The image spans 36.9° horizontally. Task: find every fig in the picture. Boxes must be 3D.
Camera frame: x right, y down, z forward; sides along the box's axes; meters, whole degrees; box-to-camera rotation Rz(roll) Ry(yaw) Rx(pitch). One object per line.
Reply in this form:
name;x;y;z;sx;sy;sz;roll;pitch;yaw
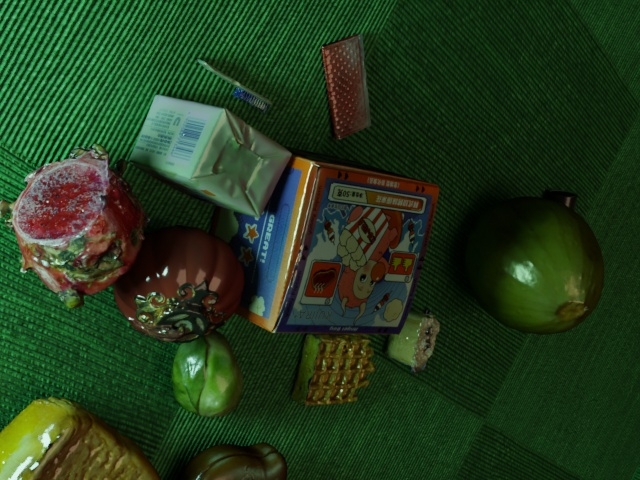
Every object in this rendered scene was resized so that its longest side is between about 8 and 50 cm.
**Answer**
fig;0.510;0.071;2.270;0.343;0.343;0.343;-17;116;-38

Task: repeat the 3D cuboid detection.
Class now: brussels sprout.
brussels sprout;-0.215;0.262;1.812;0.131;0.145;0.183;-13;110;-10

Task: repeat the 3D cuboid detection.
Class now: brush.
brush;-0.158;-0.279;1.737;0.178;0.033;0.030;26;101;-45
brush;0.247;0.242;2.317;0.051;0.014;0.164;-4;107;-43

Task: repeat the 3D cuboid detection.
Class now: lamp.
lamp;-0.244;0.081;1.660;0.227;0.227;0.227;-17;116;-38

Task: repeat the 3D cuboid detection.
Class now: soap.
soap;-0.190;-0.144;1.640;0.182;0.199;0.138;28;82;-46

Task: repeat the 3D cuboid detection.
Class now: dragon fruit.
dragon fruit;-0.388;-0.041;1.504;0.147;0.211;0.282;47;46;-49

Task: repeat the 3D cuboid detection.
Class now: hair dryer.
hair dryer;0.549;-0.026;2.474;0.248;0.078;0.195;-4;109;-32

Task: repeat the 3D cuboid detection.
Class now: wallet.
wallet;0.054;-0.309;1.932;0.103;0.020;0.196;-28;123;-34

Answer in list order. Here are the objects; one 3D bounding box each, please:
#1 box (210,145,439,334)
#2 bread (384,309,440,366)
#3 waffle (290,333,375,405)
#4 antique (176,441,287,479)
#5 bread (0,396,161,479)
box;0.000;0.000;1.829;0.349;0.257;0.318;8;101;-44
bread;0.215;0.223;2.217;0.082;0.106;0.125;16;90;-39
waffle;0.043;0.277;2.109;0.211;0.055;0.160;3;104;-43
antique;-0.194;0.512;1.922;0.278;0.129;0.223;-32;125;-30
bread;-0.461;0.457;1.648;0.337;0.148;0.328;-57;138;-14
